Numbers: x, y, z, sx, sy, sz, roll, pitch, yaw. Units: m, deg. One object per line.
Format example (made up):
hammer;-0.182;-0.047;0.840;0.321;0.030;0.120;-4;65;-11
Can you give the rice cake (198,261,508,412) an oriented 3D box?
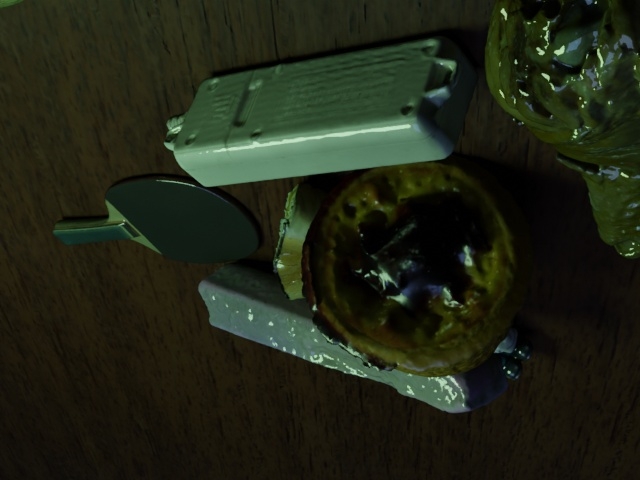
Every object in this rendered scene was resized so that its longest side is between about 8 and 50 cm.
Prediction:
rice cake;0.019;0.097;1.645;0.399;0.070;0.064;17;123;39

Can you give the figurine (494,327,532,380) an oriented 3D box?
figurine;0.149;0.096;1.663;0.149;0.087;0.086;19;109;-22

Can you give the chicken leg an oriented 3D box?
chicken leg;0.237;-0.097;1.197;0.201;0.152;0.429;1;154;19

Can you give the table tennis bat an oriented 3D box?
table tennis bat;-0.187;-0.018;1.735;0.274;0.021;0.154;-5;142;36

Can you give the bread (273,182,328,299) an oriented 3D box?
bread;0.000;0.000;1.575;0.094;0.083;0.157;6;150;20

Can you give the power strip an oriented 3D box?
power strip;-0.009;-0.109;1.377;0.338;0.098;0.058;-4;146;39

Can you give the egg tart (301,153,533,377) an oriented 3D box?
egg tart;0.098;0.037;1.461;0.215;0.215;0.171;10;161;19

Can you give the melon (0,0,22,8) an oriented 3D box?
melon;-0.305;-0.294;1.103;0.329;0.248;0.248;29;151;-26
